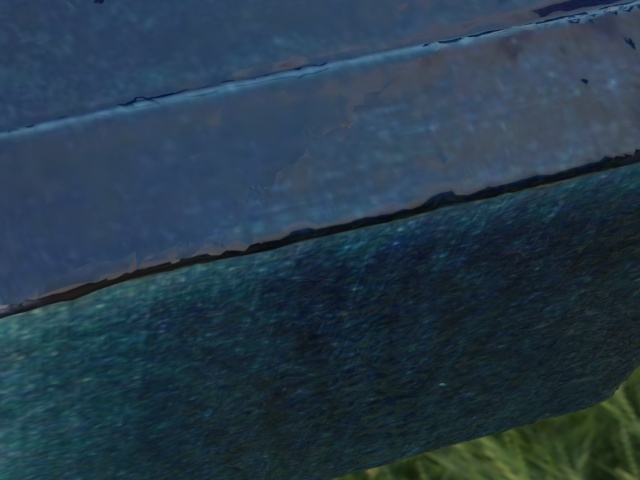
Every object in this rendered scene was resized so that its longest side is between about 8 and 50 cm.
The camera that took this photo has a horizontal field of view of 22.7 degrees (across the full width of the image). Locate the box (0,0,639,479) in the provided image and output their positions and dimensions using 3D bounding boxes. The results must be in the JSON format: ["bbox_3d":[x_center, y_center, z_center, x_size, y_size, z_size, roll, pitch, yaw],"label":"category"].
[{"bbox_3d":[0.000,0.000,0.551,0.261,0.279,0.116,115,137,-63],"label":"box"}]
